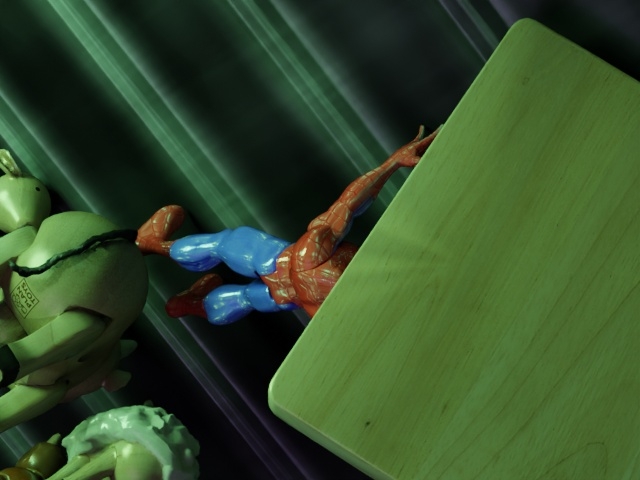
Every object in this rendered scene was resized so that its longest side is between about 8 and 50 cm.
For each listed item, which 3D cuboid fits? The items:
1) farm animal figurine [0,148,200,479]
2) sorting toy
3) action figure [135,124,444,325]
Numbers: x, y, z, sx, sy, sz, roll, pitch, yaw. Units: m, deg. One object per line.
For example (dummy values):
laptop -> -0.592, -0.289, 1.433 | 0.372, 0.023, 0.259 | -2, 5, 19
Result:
farm animal figurine -> -0.212, 0.055, 1.203 | 0.327, 0.172, 0.330 | -27, 90, 57
sorting toy -> 0.144, 0.057, 0.894 | 0.255, 0.257, 0.089 | 32, 161, 8
action figure -> 0.000, 0.000, 1.075 | 0.280, 0.139, 0.091 | 9, 133, 60
